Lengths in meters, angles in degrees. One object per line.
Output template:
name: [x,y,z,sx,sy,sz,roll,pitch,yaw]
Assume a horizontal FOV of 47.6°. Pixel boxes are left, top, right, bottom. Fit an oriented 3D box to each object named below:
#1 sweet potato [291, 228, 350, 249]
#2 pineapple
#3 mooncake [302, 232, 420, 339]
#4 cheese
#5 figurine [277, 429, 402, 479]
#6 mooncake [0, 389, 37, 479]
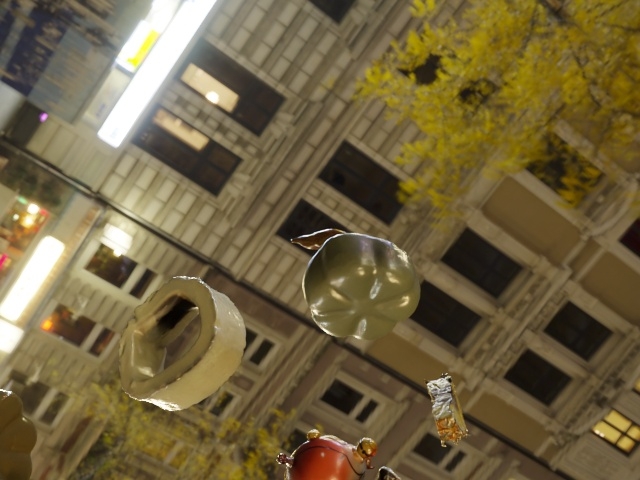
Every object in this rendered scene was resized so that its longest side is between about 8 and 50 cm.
sweet potato: [0.000,0.000,1.815,0.195,0.056,0.056,-6,-130,36]
pineapple: [0.327,0.454,1.866,0.080,0.135,0.233,-23,-164,13]
mooncake: [0.092,0.110,1.626,0.275,0.275,0.135,-44,-150,34]
cheese: [-0.368,0.270,1.888,0.332,0.153,0.292,-40,-129,4]
figurine: [0.039,0.682,2.044,0.320,0.323,0.196,-62,162,14]
mooncake: [-0.913,0.554,1.866,0.201,0.378,0.378,0,-131,21]
